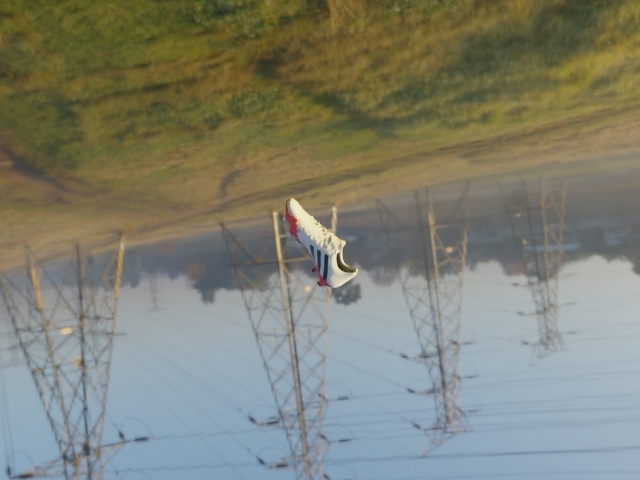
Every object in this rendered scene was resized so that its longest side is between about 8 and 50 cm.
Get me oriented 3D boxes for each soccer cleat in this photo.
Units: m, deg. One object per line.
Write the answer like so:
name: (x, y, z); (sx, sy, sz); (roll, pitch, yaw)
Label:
soccer cleat: (0.000, 0.000, 0.597); (0.036, 0.083, 0.029); (-22, -165, 23)
